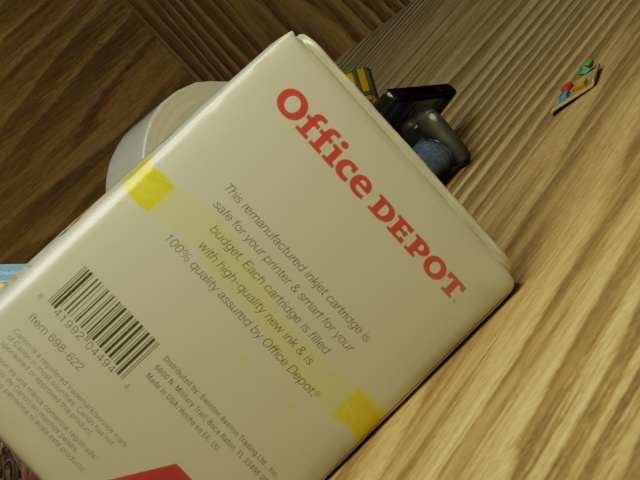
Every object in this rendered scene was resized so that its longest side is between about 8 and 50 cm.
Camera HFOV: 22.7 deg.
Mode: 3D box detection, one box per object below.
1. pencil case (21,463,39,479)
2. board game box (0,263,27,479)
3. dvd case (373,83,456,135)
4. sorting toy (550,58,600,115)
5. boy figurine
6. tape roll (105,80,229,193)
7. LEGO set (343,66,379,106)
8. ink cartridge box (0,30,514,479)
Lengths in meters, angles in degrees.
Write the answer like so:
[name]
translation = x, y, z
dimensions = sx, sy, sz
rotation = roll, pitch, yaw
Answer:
[pencil case]
translation = -0.168, 0.160, 1.619
dimensions = 0.386, 0.160, 0.167
rotation = -61, -16, -63
[board game box]
translation = -0.377, 0.174, 1.599
dimensions = 0.232, 0.141, 0.291
rotation = -2, 44, 11
[dvd case]
translation = 0.073, -0.114, 1.935
dimensions = 0.180, 0.022, 0.253
rotation = -53, -12, 18
[sorting toy]
translation = 0.273, -0.168, 1.707
dimensions = 0.062, 0.012, 0.083
rotation = -38, 11, 29
[boy figurine]
translation = 0.038, -0.025, 1.802
dimensions = 0.285, 0.092, 0.177
rotation = -42, 11, -18
[tape roll]
translation = -0.119, -0.052, 1.968
dimensions = 0.100, 0.286, 0.286
rotation = -33, 13, 48
[LEGO set]
translation = -0.037, -0.122, 2.465
dimensions = 0.255, 0.192, 0.331
rotation = -12, -8, -38
[ink cartridge box]
translation = -0.078, 0.063, 1.297
dimensions = 0.385, 0.279, 0.160
rotation = -43, 8, -9
